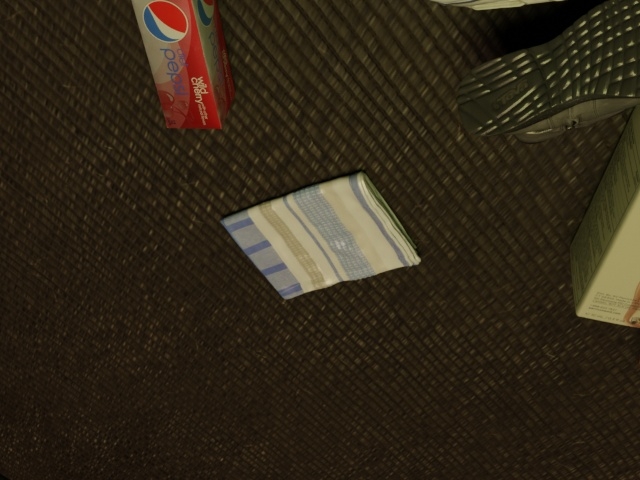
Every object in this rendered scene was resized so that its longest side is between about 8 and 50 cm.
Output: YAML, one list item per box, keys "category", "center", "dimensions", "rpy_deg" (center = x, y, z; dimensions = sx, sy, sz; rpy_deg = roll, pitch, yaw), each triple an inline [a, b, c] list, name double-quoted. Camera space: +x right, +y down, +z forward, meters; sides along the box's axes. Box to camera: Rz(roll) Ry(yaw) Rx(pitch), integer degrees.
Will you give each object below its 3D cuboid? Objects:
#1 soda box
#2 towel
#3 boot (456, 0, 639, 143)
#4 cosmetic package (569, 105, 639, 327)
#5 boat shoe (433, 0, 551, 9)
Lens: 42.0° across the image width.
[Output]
- category: "soda box"
  center: [-0.183, -0.278, 1.110]
  dimensions: [0.083, 0.092, 0.263]
  rpy_deg: [2, 135, 11]
- category: "towel"
  center: [0.000, 0.000, 1.386]
  dimensions: [0.285, 0.034, 0.209]
  rpy_deg: [-16, 128, 29]
- category: "boot"
  center: [0.347, -0.199, 0.980]
  dimensions: [0.338, 0.223, 0.118]
  rpy_deg: [-9, 87, 35]
- category: "cosmetic package"
  center: [0.455, -0.029, 1.152]
  dimensions: [0.129, 0.153, 0.296]
  rpy_deg: [10, 138, 2]
- category: "boat shoe"
  center: [0.288, -0.317, 0.906]
  dimensions: [0.367, 0.136, 0.156]
  rpy_deg: [-8, 175, 38]
